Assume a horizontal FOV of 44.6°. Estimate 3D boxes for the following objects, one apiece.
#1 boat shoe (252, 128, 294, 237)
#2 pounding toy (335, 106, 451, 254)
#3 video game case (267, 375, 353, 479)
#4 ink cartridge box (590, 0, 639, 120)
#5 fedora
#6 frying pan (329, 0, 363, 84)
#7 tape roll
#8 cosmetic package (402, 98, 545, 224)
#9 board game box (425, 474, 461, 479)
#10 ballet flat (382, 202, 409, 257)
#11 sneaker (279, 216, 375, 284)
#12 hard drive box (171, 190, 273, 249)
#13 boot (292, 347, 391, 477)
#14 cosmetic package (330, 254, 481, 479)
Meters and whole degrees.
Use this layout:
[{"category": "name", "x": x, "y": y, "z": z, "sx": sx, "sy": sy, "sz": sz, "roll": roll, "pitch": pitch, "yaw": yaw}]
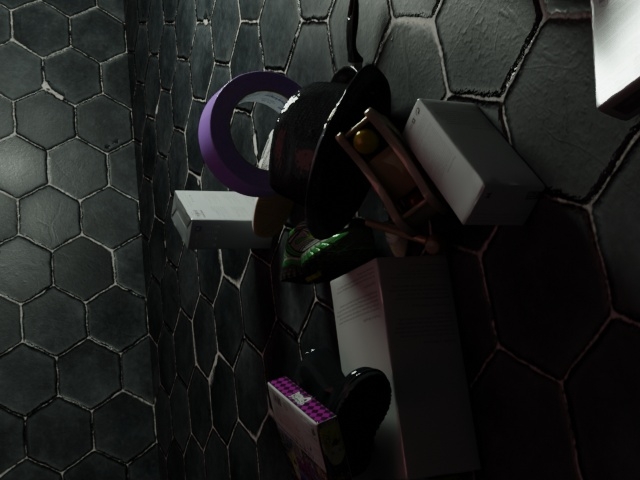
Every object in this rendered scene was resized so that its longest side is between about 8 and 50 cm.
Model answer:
[{"category": "boat shoe", "x": -0.117, "y": -0.146, "z": 1.952, "sx": 0.096, "sy": 0.098, "sz": 0.277, "roll": 35, "pitch": 112, "yaw": 59}, {"category": "pounding toy", "x": 0.113, "y": -0.071, "z": 1.295, "sx": 0.155, "sy": 0.154, "sz": 0.269, "roll": -38, "pitch": 92, "yaw": 17}, {"category": "video game case", "x": -0.011, "y": 0.352, "z": 1.280, "sx": 0.232, "sy": 0.042, "sz": 0.210, "roll": 14, "pitch": 119, "yaw": 67}, {"category": "ink cartridge box", "x": 0.411, "y": -0.289, "z": 0.944, "sx": 0.189, "sy": 0.066, "sz": 0.232, "roll": 136, "pitch": 149, "yaw": -56}, {"category": "fedora", "x": 0.004, "y": -0.175, "z": 1.446, "sx": 0.153, "sy": 0.334, "sz": 0.333, "roll": 20, "pitch": 114, "yaw": 21}, {"category": "frying pan", "x": 0.054, "y": -0.330, "z": 1.645, "sx": 0.197, "sy": 0.053, "sz": 0.326, "roll": -17, "pitch": 73, "yaw": 63}, {"category": "tape roll", "x": -0.132, "y": -0.239, "z": 1.769, "sx": 0.090, "sy": 0.275, "sz": 0.274, "roll": -17, "pitch": 75, "yaw": 63}, {"category": "cosmetic package", "x": 0.231, "y": -0.124, "z": 1.215, "sx": 0.231, "sy": 0.117, "sz": 0.085, "roll": -114, "pitch": 34, "yaw": -42}, {"category": "board game box", "x": 0.176, "y": 0.481, "z": 1.359, "sx": 0.043, "sy": 0.092, "sz": 0.181, "roll": 64, "pitch": 144, "yaw": 40}, {"category": "ballet flat", "x": 0.138, "y": -0.046, "z": 1.474, "sx": 0.057, "sy": 0.052, "sz": 0.168, "roll": 10, "pitch": 100, "yaw": 63}, {"category": "sneaker", "x": 0.000, "y": 0.000, "z": 1.667, "sx": 0.343, "sy": 0.134, "sz": 0.146, "roll": -23, "pitch": 65, "yaw": 60}, {"category": "hard drive box", "x": -0.261, "y": -0.057, "z": 2.082, "sx": 0.181, "sy": 0.232, "sz": 0.089, "roll": -128, "pitch": 44, "yaw": -52}, {"category": "boot", "x": 0.024, "y": 0.250, "z": 1.313, "sx": 0.207, "sy": 0.094, "sz": 0.246, "roll": -123, "pitch": 32, "yaw": -45}, {"category": "cosmetic package", "x": 0.138, "y": 0.225, "z": 1.362, "sx": 0.197, "sy": 0.155, "sz": 0.365, "roll": -30, "pitch": 64, "yaw": 61}]
